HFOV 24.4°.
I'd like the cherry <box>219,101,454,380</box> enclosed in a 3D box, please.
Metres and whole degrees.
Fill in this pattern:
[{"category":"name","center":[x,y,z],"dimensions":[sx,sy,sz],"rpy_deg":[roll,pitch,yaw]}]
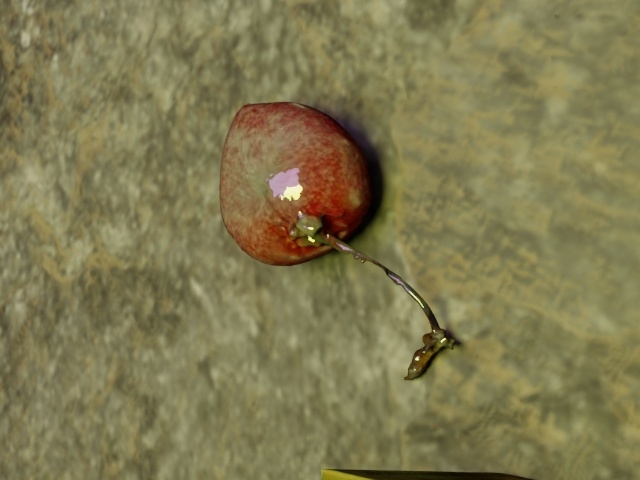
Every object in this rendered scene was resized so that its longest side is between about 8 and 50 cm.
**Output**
[{"category":"cherry","center":[0.000,0.000,0.979],"dimensions":[0.107,0.090,0.225],"rpy_deg":[-33,66,14]}]

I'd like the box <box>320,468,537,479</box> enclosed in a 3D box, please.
[{"category":"box","center":[0.131,0.167,0.756],"dimensions":[0.240,0.159,0.071],"rpy_deg":[5,84,46]}]
